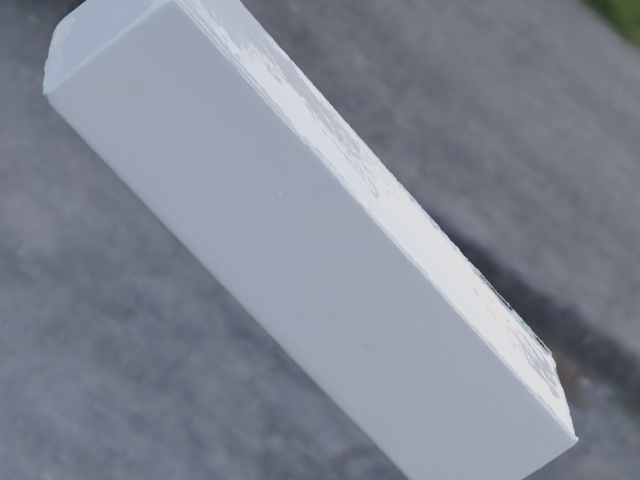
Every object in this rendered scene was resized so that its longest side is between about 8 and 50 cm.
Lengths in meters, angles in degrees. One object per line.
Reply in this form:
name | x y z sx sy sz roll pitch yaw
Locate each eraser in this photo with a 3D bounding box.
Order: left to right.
eraser | 0.001 0.000 0.904 0.298 0.078 0.076 48 18 -26
